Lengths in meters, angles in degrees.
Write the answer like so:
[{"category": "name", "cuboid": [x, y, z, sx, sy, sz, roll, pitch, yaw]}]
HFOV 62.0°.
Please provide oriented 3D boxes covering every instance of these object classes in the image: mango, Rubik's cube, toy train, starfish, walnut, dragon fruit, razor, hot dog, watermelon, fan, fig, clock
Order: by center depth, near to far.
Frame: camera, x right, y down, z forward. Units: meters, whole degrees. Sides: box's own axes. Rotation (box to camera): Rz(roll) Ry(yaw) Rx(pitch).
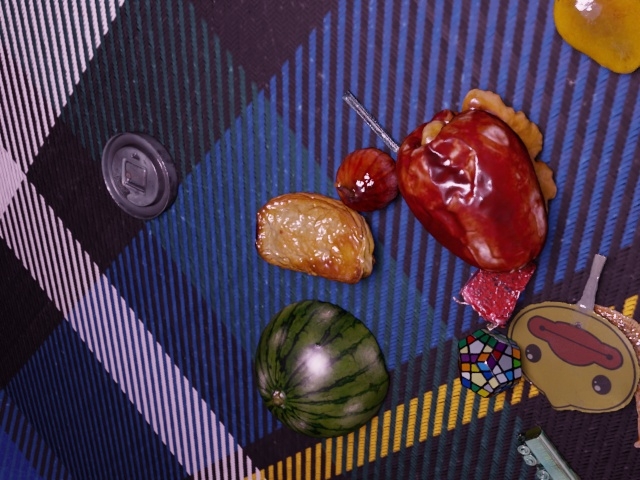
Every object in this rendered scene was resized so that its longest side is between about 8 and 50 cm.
[{"category": "mango", "cuboid": [0.405, -0.311, 0.761, 0.103, 0.076, 0.161, -40, 92, 30]}, {"category": "walnut", "cuboid": [0.264, -0.094, 0.867, 0.269, 0.243, 0.221, 55, 163, -10]}, {"category": "starfish", "cuboid": [0.536, 0.212, 0.925, 0.231, 0.048, 0.295, 17, 114, 35]}, {"category": "fan", "cuboid": [0.450, 0.173, 0.945, 0.229, 0.011, 0.335, 22, 122, 36]}, {"category": "dragon fruit", "cuboid": [0.311, 0.086, 0.969, 0.102, 0.096, 0.147, 39, 81, 4]}, {"category": "fig", "cuboid": [0.088, -0.111, 0.983, 0.128, 0.150, 0.129, 0, 97, 0]}, {"category": "razor", "cuboid": [0.112, -0.207, 0.987, 0.190, 0.033, 0.066, 47, 124, 4]}, {"category": "Rubik's cube", "cuboid": [0.318, 0.231, 1.009, 0.133, 0.133, 0.112, -51, 50, 34]}, {"category": "toy train", "cuboid": [0.455, 0.445, 1.076, 0.071, 0.038, 0.148, -38, 90, 32]}, {"category": "hot dog", "cuboid": [-0.001, -0.001, 1.090, 0.258, 0.114, 0.175, 14, 112, 20]}, {"category": "watermelon", "cuboid": [-0.018, 0.315, 1.194, 0.330, 0.189, 0.331, 13, 122, 21]}, {"category": "clock", "cuboid": [-0.439, -0.159, 1.297, 0.214, 0.042, 0.215, 11, 115, 24]}]
